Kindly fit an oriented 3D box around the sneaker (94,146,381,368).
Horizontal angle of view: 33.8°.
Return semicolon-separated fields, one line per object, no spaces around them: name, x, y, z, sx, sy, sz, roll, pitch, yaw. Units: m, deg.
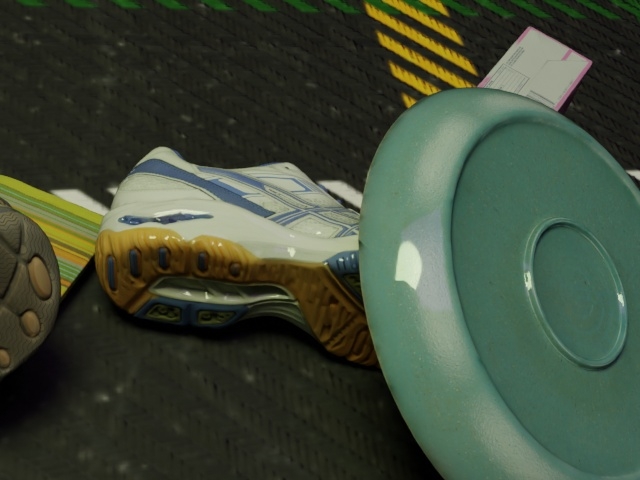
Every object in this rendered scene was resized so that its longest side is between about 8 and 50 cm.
sneaker;0.000;0.000;0.736;0.297;0.111;0.131;14;43;-10

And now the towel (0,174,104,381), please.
towel;-0.234;0.051;0.682;0.102;0.021;0.237;22;49;9

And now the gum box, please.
gum box;0.137;-0.074;0.839;0.062;0.107;0.188;33;50;11

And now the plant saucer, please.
plant saucer;0.157;0.038;0.695;0.318;0.044;0.317;17;61;-35

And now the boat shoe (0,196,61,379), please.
boat shoe;-0.322;0.069;0.573;0.355;0.132;0.130;-22;31;-25
